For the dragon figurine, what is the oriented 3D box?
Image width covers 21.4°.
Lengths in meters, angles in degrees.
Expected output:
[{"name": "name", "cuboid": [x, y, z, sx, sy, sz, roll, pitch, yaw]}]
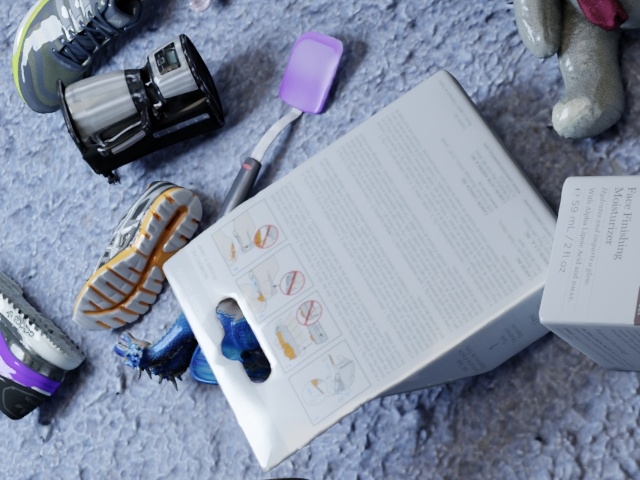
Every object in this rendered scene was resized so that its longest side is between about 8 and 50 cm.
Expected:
[{"name": "dragon figurine", "cuboid": [-0.093, 0.117, 1.879, 0.289, 0.085, 0.144, 12, 94, 28]}]

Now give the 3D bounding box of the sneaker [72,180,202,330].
[{"name": "sneaker", "cuboid": [-0.227, 0.018, 2.052, 0.215, 0.084, 0.083, -50, 36, 1]}]

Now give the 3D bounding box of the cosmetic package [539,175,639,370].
[{"name": "cosmetic package", "cuboid": [0.328, 0.034, 1.578, 0.184, 0.151, 0.151, -1, 68, 36]}]

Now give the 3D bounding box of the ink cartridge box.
[{"name": "ink cartridge box", "cuboid": [0.057, 0.039, 1.777, 0.385, 0.091, 0.308, -35, 53, 6]}]

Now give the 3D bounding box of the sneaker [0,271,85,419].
[{"name": "sneaker", "cuboid": [-0.429, 0.123, 2.128, 0.293, 0.102, 0.146, 38, 94, 41]}]

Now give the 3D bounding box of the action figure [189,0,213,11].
[{"name": "action figure", "cuboid": [-0.101, -0.473, 2.156, 0.276, 0.248, 0.370, -28, 53, -21]}]

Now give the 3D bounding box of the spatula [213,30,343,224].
[{"name": "spatula", "cuboid": [-0.063, -0.113, 2.017, 0.084, 0.030, 0.296, 28, 87, 42]}]

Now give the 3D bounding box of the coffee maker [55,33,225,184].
[{"name": "coffee maker", "cuboid": [-0.216, -0.163, 2.091, 0.178, 0.171, 0.120, -20, 78, 3]}]

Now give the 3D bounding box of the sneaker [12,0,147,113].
[{"name": "sneaker", "cuboid": [-0.302, -0.294, 2.205, 0.121, 0.111, 0.300, 43, 108, 48]}]

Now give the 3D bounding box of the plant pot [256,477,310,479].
[{"name": "plant pot", "cuboid": [-0.087, 0.380, 1.706, 0.215, 0.215, 0.230, -22, 71, 27]}]

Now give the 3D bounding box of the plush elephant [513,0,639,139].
[{"name": "plush elephant", "cuboid": [0.281, -0.324, 1.714, 0.272, 0.255, 0.330, -27, 55, 24]}]
